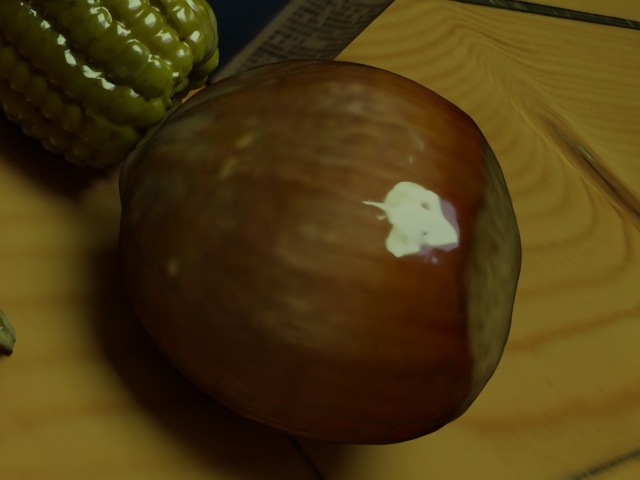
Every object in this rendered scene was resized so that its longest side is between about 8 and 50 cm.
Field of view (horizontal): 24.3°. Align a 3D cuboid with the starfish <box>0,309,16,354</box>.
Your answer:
[{"bbox_3d":[-0.244,-0.027,0.605,0.277,0.062,0.235,17,30,-32],"label":"starfish"}]

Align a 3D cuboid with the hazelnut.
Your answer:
[{"bbox_3d":[0.000,0.000,0.736,0.214,0.176,0.214,19,27,-10],"label":"hazelnut"}]

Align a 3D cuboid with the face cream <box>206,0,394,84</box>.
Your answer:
[{"bbox_3d":[-0.035,-0.248,0.997,0.249,0.225,0.249,33,30,-22],"label":"face cream"}]

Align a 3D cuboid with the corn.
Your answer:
[{"bbox_3d":[-0.203,-0.181,0.787,0.344,0.131,0.131,42,27,0],"label":"corn"}]
